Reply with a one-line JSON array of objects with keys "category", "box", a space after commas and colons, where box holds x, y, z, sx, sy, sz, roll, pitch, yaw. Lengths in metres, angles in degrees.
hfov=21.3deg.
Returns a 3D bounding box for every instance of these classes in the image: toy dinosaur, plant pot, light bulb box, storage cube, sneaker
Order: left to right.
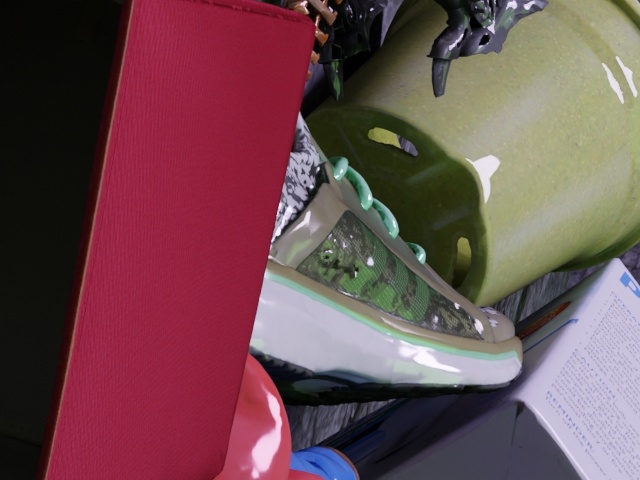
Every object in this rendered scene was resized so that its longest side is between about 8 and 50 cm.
[{"category": "storage cube", "box": [-0.128, -0.008, 0.584, 0.193, 0.183, 0.215, -16, 119, -74]}, {"category": "sneaker", "box": [0.000, 0.000, 0.997, 0.410, 0.158, 0.182, 16, 71, -57]}, {"category": "toy dinosaur", "box": [0.027, -0.216, 1.105, 0.322, 0.164, 0.218, -46, 137, -26]}, {"category": "plant pot", "box": [0.101, -0.056, 1.276, 0.254, 0.276, 0.276, -35, 139, -49]}, {"category": "light bulb box", "box": [0.110, 0.228, 1.242, 0.358, 0.225, 0.361, -34, -179, 22]}]

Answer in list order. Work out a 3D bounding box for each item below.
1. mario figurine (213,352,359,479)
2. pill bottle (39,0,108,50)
[{"category": "mario figurine", "box": [-0.075, 0.148, 0.830, 0.320, 0.198, 0.170, 42, 32, -75]}, {"category": "pill bottle", "box": [-0.103, -0.092, 0.762, 0.169, 0.094, 0.094, -19, 122, -71]}]
